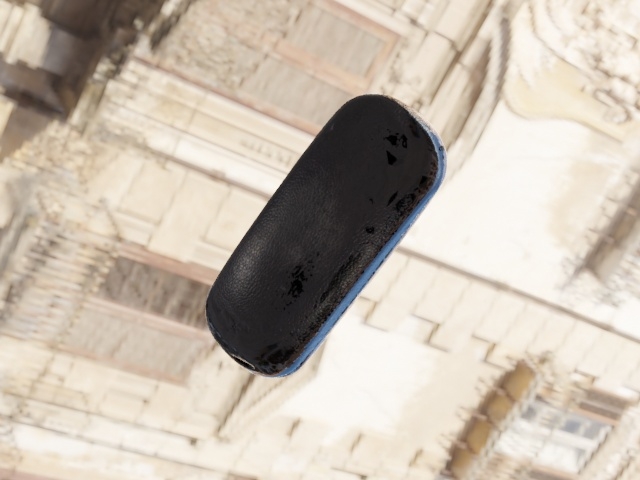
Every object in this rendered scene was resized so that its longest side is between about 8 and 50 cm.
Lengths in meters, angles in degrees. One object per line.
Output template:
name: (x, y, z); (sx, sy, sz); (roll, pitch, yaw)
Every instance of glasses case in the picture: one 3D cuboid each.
glasses case: (0.000, 0.000, 1.194); (0.122, 0.075, 0.314); (42, -65, 14)
